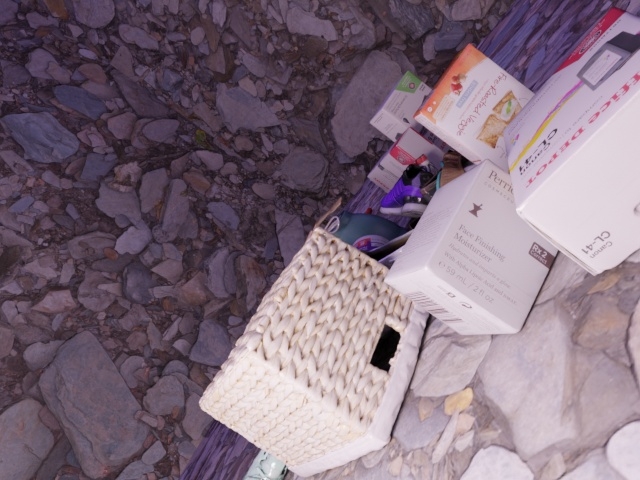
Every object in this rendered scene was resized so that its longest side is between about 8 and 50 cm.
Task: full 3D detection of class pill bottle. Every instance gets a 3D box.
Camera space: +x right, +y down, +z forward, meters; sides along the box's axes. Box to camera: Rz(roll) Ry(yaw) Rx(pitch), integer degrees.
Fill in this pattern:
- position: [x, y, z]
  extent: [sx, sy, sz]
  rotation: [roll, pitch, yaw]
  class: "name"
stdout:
- position: [0.127, 0.088, 1.236]
  extent: [0.108, 0.108, 0.193]
  rotation: [-51, 24, 38]
  class: "pill bottle"

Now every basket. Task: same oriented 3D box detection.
- position: [-0.011, 0.213, 0.974]
  extent: [0.331, 0.266, 0.328]
  rotation: [-52, 6, 49]
  class: "basket"

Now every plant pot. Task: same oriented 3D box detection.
- position: [0.099, 0.033, 1.533]
  extent: [0.293, 0.196, 0.293]
  rotation: [-54, 4, 6]
  class: "plant pot"

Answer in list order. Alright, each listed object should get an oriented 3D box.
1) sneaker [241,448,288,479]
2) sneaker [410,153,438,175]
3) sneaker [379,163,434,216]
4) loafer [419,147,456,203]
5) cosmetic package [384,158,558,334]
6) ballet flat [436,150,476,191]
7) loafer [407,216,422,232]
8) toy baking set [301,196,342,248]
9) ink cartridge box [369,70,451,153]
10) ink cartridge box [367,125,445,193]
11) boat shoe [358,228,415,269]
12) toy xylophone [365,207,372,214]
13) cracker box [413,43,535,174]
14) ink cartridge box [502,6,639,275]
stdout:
- position: [-0.116, 0.489, 1.057]
  extent: [0.151, 0.094, 0.256]
  rotation: [-61, 3, -3]
  class: "sneaker"
- position: [0.297, -0.158, 1.566]
  extent: [0.088, 0.093, 0.225]
  rotation: [-38, -19, -19]
  class: "sneaker"
- position: [0.257, -0.142, 1.476]
  extent: [0.293, 0.102, 0.146]
  rotation: [-169, 86, -77]
  class: "sneaker"
- position: [0.350, -0.201, 1.324]
  extent: [0.267, 0.084, 0.096]
  rotation: [-56, 5, -14]
  class: "loafer"
- position: [0.217, 0.017, 0.731]
  extent: [0.184, 0.151, 0.151]
  rotation: [-58, 5, -16]
  class: "cosmetic package"
- position: [0.323, -0.133, 1.115]
  extent: [0.124, 0.116, 0.342]
  rotation: [-25, 13, 23]
  class: "ballet flat"
- position: [0.237, -0.018, 1.209]
  extent: [0.220, 0.078, 0.080]
  rotation: [-51, 6, 42]
  class: "loafer"
- position: [-0.003, 0.001, 1.452]
  extent: [0.256, 0.030, 0.197]
  rotation: [-66, 17, -7]
  class: "toy baking set"
- position: [0.340, -0.411, 1.778]
  extent: [0.198, 0.273, 0.115]
  rotation: [-57, 8, -22]
  class: "ink cartridge box"
- position: [0.285, -0.236, 1.692]
  extent: [0.100, 0.172, 0.237]
  rotation: [-55, 4, -25]
  class: "ink cartridge box"
- position: [0.120, 0.043, 1.081]
  extent: [0.320, 0.103, 0.118]
  rotation: [-16, 20, 36]
  class: "boat shoe"
- position: [0.101, 0.023, 1.831]
  extent: [0.322, 0.081, 0.236]
  rotation: [-45, -32, -55]
  class: "toy xylophone"
- position: [0.317, -0.232, 0.978]
  extent: [0.156, 0.232, 0.067]
  rotation: [-55, 6, 2]
  class: "cracker box"
- position: [0.349, -0.138, 0.627]
  extent: [0.226, 0.131, 0.306]
  rotation: [-52, 4, 31]
  class: "ink cartridge box"
